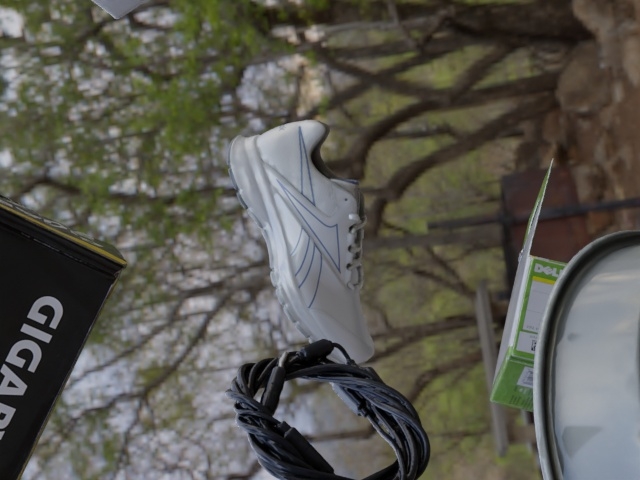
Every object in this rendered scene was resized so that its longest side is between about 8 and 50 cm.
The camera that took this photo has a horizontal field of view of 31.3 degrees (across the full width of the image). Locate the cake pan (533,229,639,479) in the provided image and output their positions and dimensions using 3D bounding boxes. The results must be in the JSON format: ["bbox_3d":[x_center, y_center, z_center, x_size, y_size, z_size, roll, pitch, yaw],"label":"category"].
[{"bbox_3d":[0.235,0.121,0.613,0.293,0.054,0.293,20,-124,-32],"label":"cake pan"}]

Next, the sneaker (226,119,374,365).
[{"bbox_3d":[0.000,0.000,1.293,0.111,0.129,0.297,-20,-94,-79],"label":"sneaker"}]

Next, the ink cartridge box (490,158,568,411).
[{"bbox_3d":[0.280,0.060,1.358,0.189,0.097,0.255,85,-161,-68],"label":"ink cartridge box"}]

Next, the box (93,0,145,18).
[{"bbox_3d":[-0.179,-0.271,0.838,0.170,0.091,0.130,35,-148,-51],"label":"box"}]

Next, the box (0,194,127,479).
[{"bbox_3d":[-0.270,0.095,0.491,0.322,0.257,0.079,-63,16,-1],"label":"box"}]

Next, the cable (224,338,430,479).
[{"bbox_3d":[0.006,0.151,0.951,0.184,0.150,0.047,54,135,42],"label":"cable"}]
